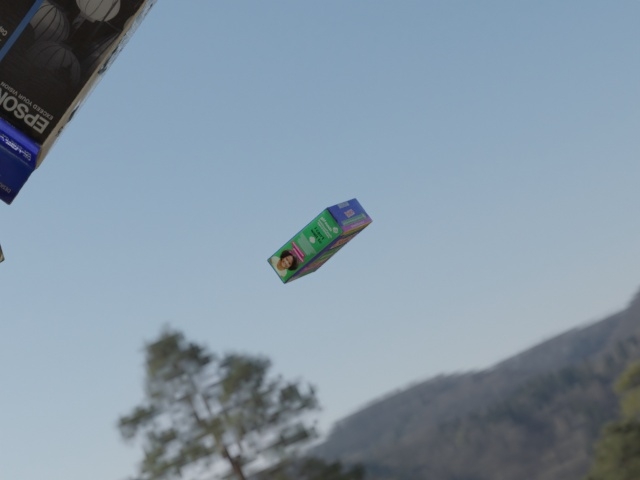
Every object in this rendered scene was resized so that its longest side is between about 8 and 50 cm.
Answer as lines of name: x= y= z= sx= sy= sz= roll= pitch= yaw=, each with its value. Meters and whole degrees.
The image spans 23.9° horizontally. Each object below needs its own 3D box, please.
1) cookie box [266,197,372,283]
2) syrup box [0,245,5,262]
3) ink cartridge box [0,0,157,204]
cookie box: x=0.000 y=0.000 z=1.833 sx=0.107 sy=0.040 sz=0.092 roll=-42 pitch=-9 yaw=25
syrup box: x=-0.362 y=0.021 z=1.110 sx=0.237 sy=0.096 sz=0.093 roll=-32 pitch=-24 yaw=-18
ink cartridge box: x=-0.275 y=-0.212 z=1.460 sx=0.333 sy=0.165 sz=0.065 roll=-56 pitch=3 yaw=1
